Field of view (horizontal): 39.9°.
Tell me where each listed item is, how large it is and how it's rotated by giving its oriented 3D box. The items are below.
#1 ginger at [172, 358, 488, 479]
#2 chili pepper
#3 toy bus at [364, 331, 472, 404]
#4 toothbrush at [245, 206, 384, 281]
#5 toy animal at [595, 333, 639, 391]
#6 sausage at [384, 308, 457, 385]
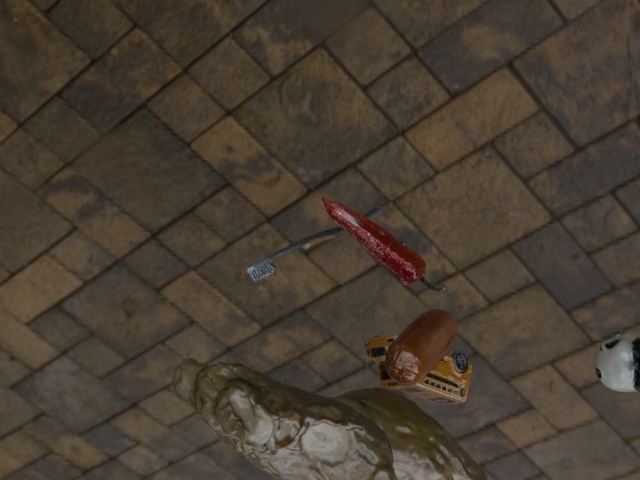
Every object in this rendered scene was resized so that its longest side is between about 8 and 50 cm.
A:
[{"bbox_3d":[0.027,0.139,0.609,0.290,0.084,0.122,29,168,-41],"label":"ginger"},{"bbox_3d":[0.108,0.012,1.454,0.268,0.050,0.059,39,85,-16],"label":"chili pepper"},{"bbox_3d":[0.163,0.216,1.482,0.195,0.088,0.083,24,154,-34],"label":"toy bus"},{"bbox_3d":[-0.001,-0.002,1.534,0.031,0.321,0.023,58,144,6],"label":"toothbrush"},{"bbox_3d":[0.678,0.261,1.893,0.179,0.138,0.166,1,177,41],"label":"toy animal"},{"bbox_3d":[0.156,0.162,1.357,0.076,0.197,0.076,9,109,26],"label":"sausage"}]
